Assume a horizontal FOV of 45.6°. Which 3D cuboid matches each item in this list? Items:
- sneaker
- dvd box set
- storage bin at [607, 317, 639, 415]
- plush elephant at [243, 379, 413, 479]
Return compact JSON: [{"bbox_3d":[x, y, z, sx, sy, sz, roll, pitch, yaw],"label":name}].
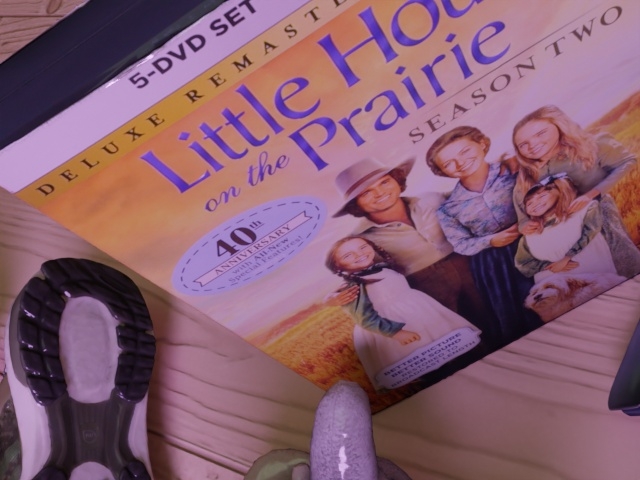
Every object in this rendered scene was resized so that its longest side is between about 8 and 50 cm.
[{"bbox_3d":[-0.237,0.232,0.696,0.182,0.158,0.411,-37,47,47],"label":"sneaker"},{"bbox_3d":[0.066,-0.035,0.461,0.307,0.420,0.062,-30,54,11],"label":"dvd box set"},{"bbox_3d":[0.266,0.072,0.508,0.091,0.098,0.135,27,78,8],"label":"storage bin"},{"bbox_3d":[0.014,0.220,0.476,0.271,0.330,0.255,0,42,15],"label":"plush elephant"}]
